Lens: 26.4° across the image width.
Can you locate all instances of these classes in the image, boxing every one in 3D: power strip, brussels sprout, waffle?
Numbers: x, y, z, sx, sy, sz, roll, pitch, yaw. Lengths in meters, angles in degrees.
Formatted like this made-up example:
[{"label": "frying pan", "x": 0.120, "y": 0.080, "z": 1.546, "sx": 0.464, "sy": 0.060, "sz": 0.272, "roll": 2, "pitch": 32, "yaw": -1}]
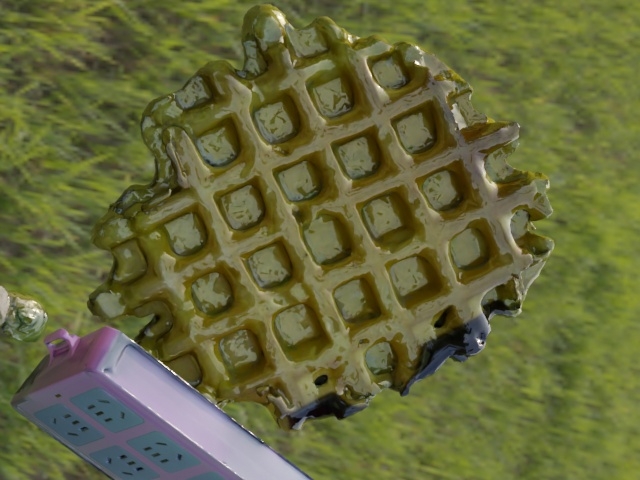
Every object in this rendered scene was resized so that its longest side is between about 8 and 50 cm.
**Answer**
[{"label": "power strip", "x": -0.073, "y": 0.153, "z": 0.884, "sx": 0.279, "sy": 0.109, "sz": 0.037, "roll": 41, "pitch": 50, "yaw": -22}, {"label": "brussels sprout", "x": -0.237, "y": 0.050, "z": 0.993, "sx": 0.083, "sy": 0.051, "sz": 0.046, "roll": 6, "pitch": 80, "yaw": -30}, {"label": "waffle", "x": 0.000, "y": 0.000, "z": 0.965, "sx": 0.312, "sy": 0.307, "sz": 0.060, "roll": -57, "pitch": -172, "yaw": 1}]
